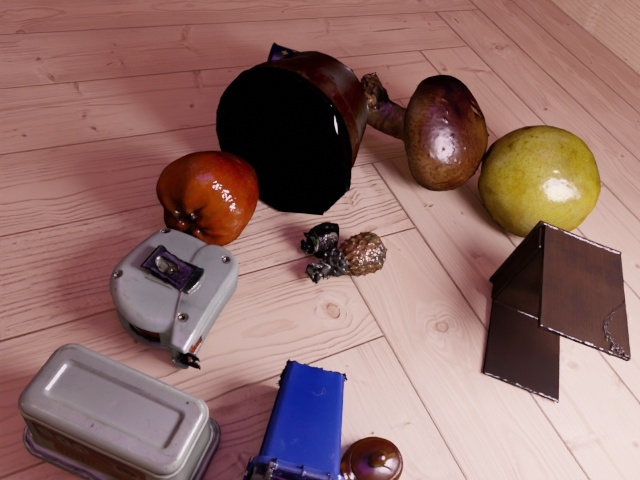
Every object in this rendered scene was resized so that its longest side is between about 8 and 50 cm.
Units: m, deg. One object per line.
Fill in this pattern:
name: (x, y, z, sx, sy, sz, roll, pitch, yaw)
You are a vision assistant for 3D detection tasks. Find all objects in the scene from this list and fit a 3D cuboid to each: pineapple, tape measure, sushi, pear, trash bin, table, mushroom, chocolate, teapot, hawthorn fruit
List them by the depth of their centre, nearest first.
trash bin: (-0.033, 0.340, 0.877, 0.163, 0.184, 0.234, 17, 45, -4)
teapot: (0.092, 0.408, 0.915, 0.129, 0.078, 0.098, -9, 56, -21)
tape measure: (-0.296, 0.101, 1.017, 0.246, 0.125, 0.243, 24, 52, 3)
table: (0.506, 0.159, 1.111, 0.196, 0.250, 0.282, 22, 52, 1)
hawthorn fruit: (-0.242, -0.111, 1.147, 0.224, 0.224, 0.261, 27, 40, 6)
pineapple: (0.055, 0.047, 1.178, 0.198, 0.108, 0.108, -19, 60, -16)
sushi: (0.000, 0.000, 1.202, 0.085, 0.083, 0.056, -13, 58, -25)
chocolate: (-0.031, -0.297, 1.269, 0.384, 0.383, 0.331, 33, 45, 11)
pear: (0.571, -0.164, 1.350, 0.304, 0.304, 0.303, 7, 52, -10)
mushroom: (0.277, -0.293, 1.385, 0.357, 0.334, 0.331, -11, 34, 9)

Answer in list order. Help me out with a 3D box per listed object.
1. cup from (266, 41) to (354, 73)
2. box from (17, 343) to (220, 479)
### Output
cup: (-0.033, -0.491, 1.515, 0.257, 0.178, 0.254, 15, 52, -7)
box: (-0.327, 0.296, 0.823, 0.312, 0.182, 0.175, 23, 51, 4)
